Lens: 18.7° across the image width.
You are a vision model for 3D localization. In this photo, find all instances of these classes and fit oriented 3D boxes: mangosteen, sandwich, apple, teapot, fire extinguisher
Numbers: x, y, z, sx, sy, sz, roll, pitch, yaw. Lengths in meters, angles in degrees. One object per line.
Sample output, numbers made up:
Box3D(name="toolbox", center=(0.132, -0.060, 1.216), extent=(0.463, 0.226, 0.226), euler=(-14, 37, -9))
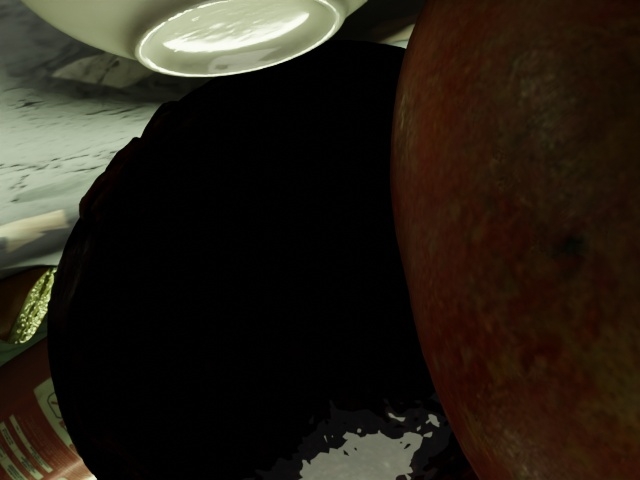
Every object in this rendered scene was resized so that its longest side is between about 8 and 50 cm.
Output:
Box3D(name="mangosteen", center=(0.024, 0.053, 0.918), extent=(0.275, 0.302, 0.275), euler=(-46, -168, 12))
Box3D(name="sandwich", center=(-0.205, 0.047, 1.278), extent=(0.083, 0.044, 0.031), euler=(-21, 163, 22))
Box3D(name="apple", center=(0.195, -0.012, 0.692), extent=(0.349, 0.348, 0.277), euler=(-14, 156, -2))
Box3D(name="teapot", center=(-0.036, -0.107, 0.598), extent=(0.145, 0.092, 0.226), euler=(-17, 166, 9))
Box3D(name="fire extinguisher", center=(-0.207, 0.140, 1.239), extent=(0.337, 0.106, 0.147), euler=(-33, 175, 19))

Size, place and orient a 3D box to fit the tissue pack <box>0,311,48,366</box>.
Box3D(name="tissue pack", center=(-0.153, 0.196, 1.439), extent=(0.228, 0.311, 0.128), euler=(-16, -146, 11))
